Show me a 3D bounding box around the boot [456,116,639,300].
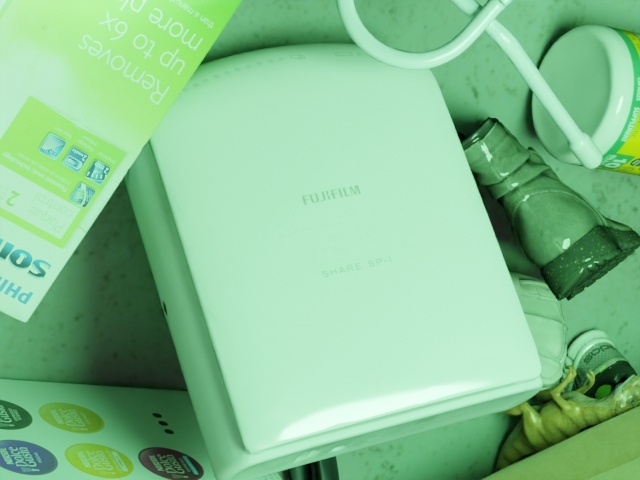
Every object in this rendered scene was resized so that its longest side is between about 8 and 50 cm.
[{"bbox_3d":[0.186,-0.036,1.345,0.083,0.246,0.161,-39,80,10],"label":"boot"}]

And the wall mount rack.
[{"bbox_3d":[0.178,-0.233,1.194,0.304,0.130,0.350,43,89,-5],"label":"wall mount rack"}]

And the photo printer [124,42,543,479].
[{"bbox_3d":[0.000,0.000,1.185,0.256,0.107,0.308,-12,72,-21],"label":"photo printer"}]

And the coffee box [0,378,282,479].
[{"bbox_3d":[-0.206,0.323,1.169,0.334,0.337,0.338,8,109,-30],"label":"coffee box"}]

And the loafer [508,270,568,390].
[{"bbox_3d":[0.068,0.038,1.336,0.319,0.112,0.112,22,64,-28],"label":"loafer"}]

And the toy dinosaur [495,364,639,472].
[{"bbox_3d":[0.194,0.167,1.459,0.064,0.112,0.211,-17,163,-48],"label":"toy dinosaur"}]

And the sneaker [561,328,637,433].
[{"bbox_3d":[0.257,0.172,1.496,0.063,0.075,0.170,-6,115,-25],"label":"sneaker"}]

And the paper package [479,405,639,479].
[{"bbox_3d":[0.276,0.316,1.437,0.309,0.168,0.325,-23,136,-5],"label":"paper package"}]

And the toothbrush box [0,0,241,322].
[{"bbox_3d":[-0.220,-0.122,1.097,0.206,0.122,0.283,32,96,-33],"label":"toothbrush box"}]

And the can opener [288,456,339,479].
[{"bbox_3d":[-0.012,0.163,1.371,0.073,0.059,0.186,-39,138,-39],"label":"can opener"}]

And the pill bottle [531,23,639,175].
[{"bbox_3d":[0.293,-0.109,1.365,0.208,0.117,0.118,8,108,-30],"label":"pill bottle"}]
